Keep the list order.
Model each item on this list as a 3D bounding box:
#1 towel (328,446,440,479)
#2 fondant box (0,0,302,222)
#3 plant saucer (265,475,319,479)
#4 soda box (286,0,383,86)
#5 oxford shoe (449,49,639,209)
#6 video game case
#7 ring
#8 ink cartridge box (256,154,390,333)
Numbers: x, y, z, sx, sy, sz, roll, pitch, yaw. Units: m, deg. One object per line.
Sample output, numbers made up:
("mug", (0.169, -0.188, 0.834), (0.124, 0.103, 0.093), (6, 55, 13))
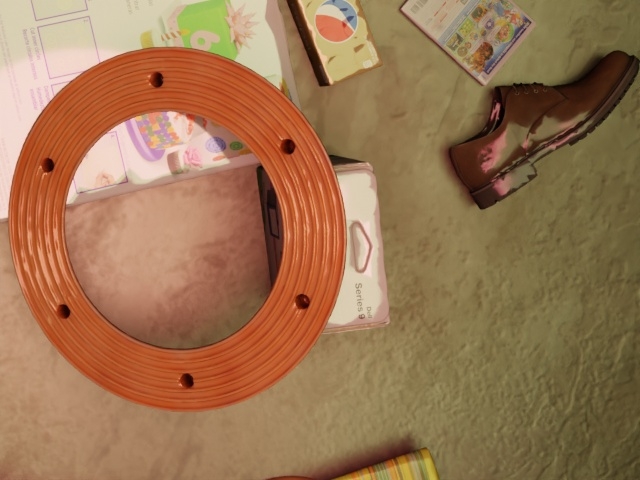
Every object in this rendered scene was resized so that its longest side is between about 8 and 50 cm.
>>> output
("towel", (0.016, 0.296, 1.633), (0.237, 0.021, 0.102), (-16, 92, -8))
("fondant box", (-0.198, -0.169, 1.553), (0.330, 0.096, 0.238), (-13, 97, -8))
("plant saucer", (-0.030, 0.348, 1.656), (0.199, 0.037, 0.200), (-1, 95, -10))
("soda box", (-0.001, -0.250, 1.602), (0.061, 0.058, 0.181), (-23, 99, -8))
("oxford shoe", (0.232, -0.136, 1.644), (0.227, 0.083, 0.096), (-37, 96, -7))
("video game case", (0.155, -0.234, 1.656), (0.122, 0.011, 0.087), (41, 86, -11))
("ring", (-0.133, -0.009, 1.453), (0.336, 0.032, 0.337), (3, 99, 18))
("ink cartridge box", (0.000, 0.000, 1.543), (0.093, 0.212, 0.154), (-8, 96, -10))
